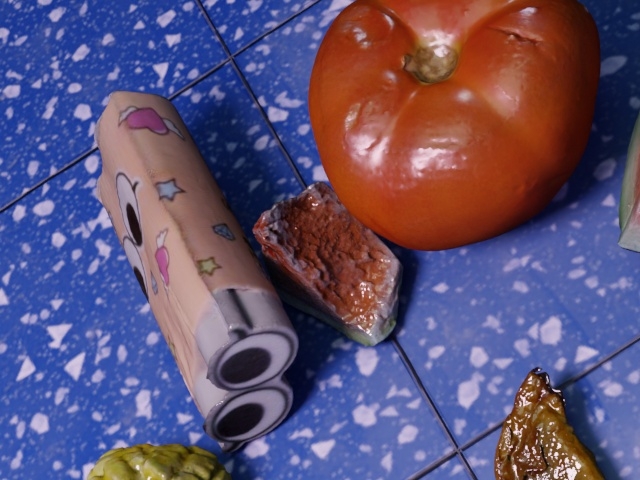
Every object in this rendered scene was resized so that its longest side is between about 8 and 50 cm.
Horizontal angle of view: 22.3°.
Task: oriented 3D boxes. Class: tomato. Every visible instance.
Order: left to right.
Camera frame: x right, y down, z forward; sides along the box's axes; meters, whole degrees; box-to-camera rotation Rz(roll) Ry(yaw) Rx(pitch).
[{"bbox_3d":[0.116,-0.111,1.343,0.260,0.180,0.260,-10,60,18],"label":"tomato"}]

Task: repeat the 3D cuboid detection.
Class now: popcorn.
[{"bbox_3d":[-0.131,0.218,1.320,0.121,0.116,0.106,-6,86,-24],"label":"popcorn"}]

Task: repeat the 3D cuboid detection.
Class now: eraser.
[{"bbox_3d":[-0.112,0.019,1.393,0.087,0.171,0.290,-16,51,-18],"label":"eraser"}]

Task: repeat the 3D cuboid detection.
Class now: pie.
[{"bbox_3d":[0.181,0.194,1.223,0.088,0.033,0.191,-36,58,12],"label":"pie"}]

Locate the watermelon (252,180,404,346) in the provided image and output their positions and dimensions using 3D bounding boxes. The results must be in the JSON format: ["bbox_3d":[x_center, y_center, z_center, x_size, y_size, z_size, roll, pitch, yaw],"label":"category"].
[{"bbox_3d":[-0.006,0.003,1.371,0.098,0.158,0.121,-56,28,-13],"label":"watermelon"}]

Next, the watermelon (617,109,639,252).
[{"bbox_3d":[0.322,-0.097,1.263,0.136,0.202,0.207,7,60,-16],"label":"watermelon"}]
